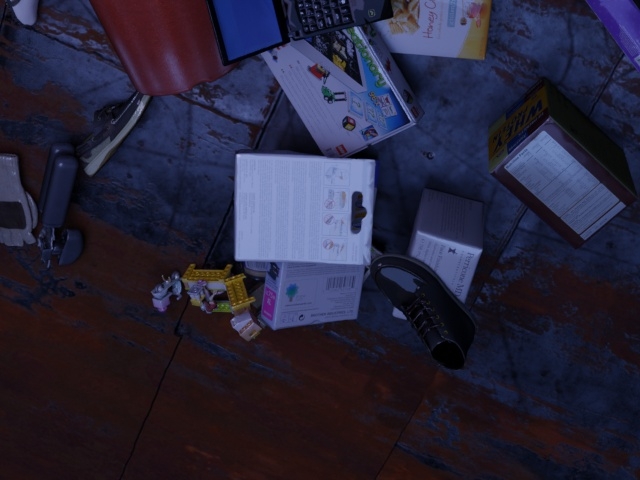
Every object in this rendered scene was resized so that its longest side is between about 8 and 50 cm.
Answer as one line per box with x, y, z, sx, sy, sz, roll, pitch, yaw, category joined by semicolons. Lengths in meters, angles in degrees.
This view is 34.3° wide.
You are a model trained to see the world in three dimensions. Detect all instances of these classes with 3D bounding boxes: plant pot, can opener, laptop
-0.252;-0.395;1.675;0.272;0.272;0.265;-10;123;14;plant pot
-0.483;-0.062;1.967;0.095;0.076;0.283;0;135;-28;can opener
-0.042;-0.415;1.573;0.264;0.136;0.234;-12;107;8;laptop

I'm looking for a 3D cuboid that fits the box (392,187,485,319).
0.212;0.033;1.850;0.119;0.182;0.181;14;119;2;box

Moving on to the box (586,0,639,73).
0.426;-0.399;1.580;0.057;0.201;0.293;-35;108;24;box

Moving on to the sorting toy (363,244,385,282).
0.074;0.028;1.953;0.075;0.045;0.083;36;119;-1;sorting toy

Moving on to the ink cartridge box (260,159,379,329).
0.000;0.000;1.863;0.185;0.065;0.311;-4;113;-33;ink cartridge box

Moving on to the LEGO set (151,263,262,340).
-0.183;0.130;1.975;0.287;0.132;0.107;18;137;39;LEGO set

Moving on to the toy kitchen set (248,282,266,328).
-0.092;0.121;2.010;0.075;0.068;0.083;-39;106;24;toy kitchen set

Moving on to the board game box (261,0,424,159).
0.017;-0.296;1.744;0.193;0.053;0.305;-22;107;35;board game box

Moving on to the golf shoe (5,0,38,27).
-0.486;-0.456;1.771;0.093;0.077;0.198;8;119;5;golf shoe

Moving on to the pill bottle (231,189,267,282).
-0.097;-0.042;1.895;0.122;0.123;0.219;0;118;9;pill bottle

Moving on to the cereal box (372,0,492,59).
0.161;-0.394;1.711;0.240;0.047;0.173;5;121;6;cereal box

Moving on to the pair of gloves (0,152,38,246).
-0.667;-0.079;2.016;0.240;0.042;0.204;-2;120;12;pair of gloves

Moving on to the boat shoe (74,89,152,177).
-0.382;-0.206;1.881;0.073;0.080;0.223;37;123;-12;boat shoe

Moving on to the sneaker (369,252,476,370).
0.171;0.115;1.729;0.222;0.118;0.083;37;118;-9;sneaker

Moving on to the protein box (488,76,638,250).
0.396;-0.130;1.724;0.201;0.200;0.136;40;116;-12;protein box

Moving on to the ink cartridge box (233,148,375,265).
-0.030;-0.055;1.748;0.232;0.066;0.189;1;105;-3;ink cartridge box
